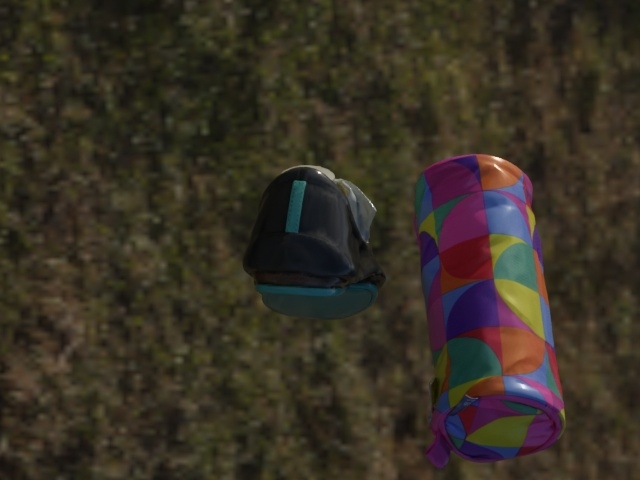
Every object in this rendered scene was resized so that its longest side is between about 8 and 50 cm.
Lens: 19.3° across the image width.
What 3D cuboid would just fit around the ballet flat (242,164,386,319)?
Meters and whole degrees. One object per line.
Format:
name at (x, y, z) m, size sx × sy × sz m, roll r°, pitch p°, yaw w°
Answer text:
ballet flat at (0.000, 0.000, 1.295) m, size 0.280 × 0.095 × 0.096 m, roll 88°, pitch 6°, yaw -84°

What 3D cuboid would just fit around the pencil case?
pencil case at (0.119, 0.050, 1.398) m, size 0.104 × 0.104 × 0.236 m, roll 47°, pitch 33°, yaw -45°
